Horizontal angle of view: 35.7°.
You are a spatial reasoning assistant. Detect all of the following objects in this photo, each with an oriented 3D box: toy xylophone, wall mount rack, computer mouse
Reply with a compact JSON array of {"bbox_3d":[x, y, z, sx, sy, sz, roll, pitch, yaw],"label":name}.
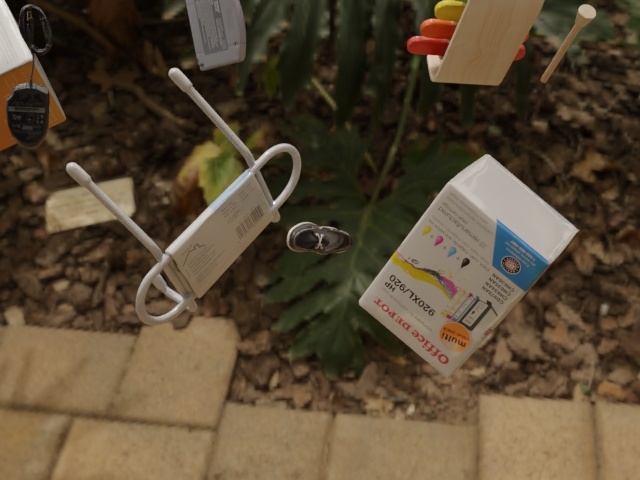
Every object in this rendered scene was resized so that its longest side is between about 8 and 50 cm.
[{"bbox_3d":[0.289,-0.342,1.603,0.236,0.323,0.081,6,66,-15],"label":"toy xylophone"},{"bbox_3d":[-0.196,-0.061,1.463,0.130,0.304,0.350,29,68,33],"label":"wall mount rack"},{"bbox_3d":[-0.493,-0.278,1.696,0.071,0.242,0.041,5,4,-10],"label":"computer mouse"}]

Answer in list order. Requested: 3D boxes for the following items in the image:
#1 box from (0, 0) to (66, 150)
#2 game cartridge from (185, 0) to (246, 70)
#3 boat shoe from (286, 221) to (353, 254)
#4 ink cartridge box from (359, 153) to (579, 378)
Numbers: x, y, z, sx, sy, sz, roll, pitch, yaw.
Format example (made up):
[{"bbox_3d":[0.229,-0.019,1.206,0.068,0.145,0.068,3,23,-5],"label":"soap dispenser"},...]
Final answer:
[{"bbox_3d":[-0.681,-0.261,1.826,0.345,0.215,0.168,-27,69,-8],"label":"box"},{"bbox_3d":[-0.103,-0.216,0.993,0.056,0.083,0.017,-8,6,26],"label":"game cartridge"},{"bbox_3d":[0.000,0.000,1.508,0.038,0.046,0.125,17,6,39],"label":"boat shoe"},{"bbox_3d":[0.203,0.035,1.377,0.171,0.233,0.168,41,31,9],"label":"ink cartridge box"}]
